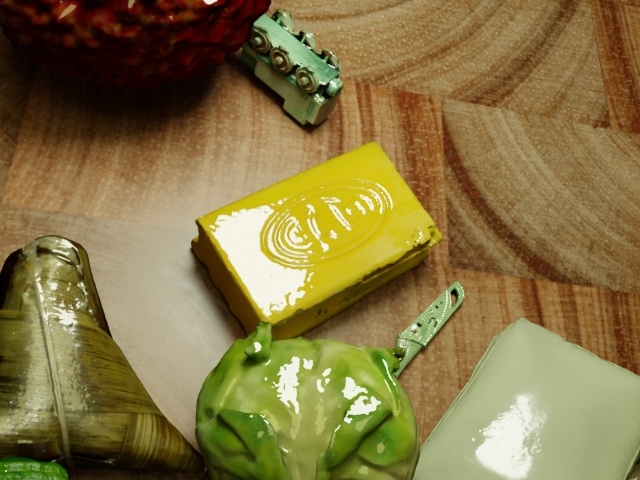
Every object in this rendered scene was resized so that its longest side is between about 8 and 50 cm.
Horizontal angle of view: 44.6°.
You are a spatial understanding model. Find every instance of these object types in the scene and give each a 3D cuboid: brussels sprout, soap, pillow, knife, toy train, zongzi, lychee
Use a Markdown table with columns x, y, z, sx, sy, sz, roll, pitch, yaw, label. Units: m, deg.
| x | y | z | sx | sy | sz | roll | pitch | yaw | label |
| --- | --- | --- | --- | --- | --- | --- | --- | --- | --- |
| -0.014 | 0.234 | 0.940 | 0.260 | 0.227 | 0.294 | -7 | 73 | -2 | brussels sprout |
| 0.001 | 0.000 | 1.133 | 0.325 | 0.096 | 0.204 | -27 | 73 | -26 | soap |
| 0.287 | 0.267 | 1.039 | 0.255 | 0.119 | 0.322 | 28 | 56 | 25 | pillow |
| 0.123 | 0.156 | 1.130 | 0.043 | 0.020 | 0.293 | 42 | 60 | 10 | knife |
| -0.051 | -0.277 | 1.249 | 0.194 | 0.125 | 0.081 | 41 | 53 | 11 | toy train |
| -0.263 | 0.150 | 0.957 | 0.289 | 0.134 | 0.285 | 10 | 74 | -13 | zongzi |
| -0.247 | -0.439 | 1.102 | 0.500 | 0.424 | 0.424 | -39 | 78 | -7 | lychee |

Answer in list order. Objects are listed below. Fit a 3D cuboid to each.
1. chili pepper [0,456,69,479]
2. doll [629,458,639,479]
| x | y | z | sx | sy | sz | roll | pitch | yaw | label |
| --- | --- | --- | --- | --- | --- | --- | --- | --- | --- |
| -0.347 | 0.261 | 0.782 | 0.257 | 0.100 | 0.074 | 19 | 28 | -46 | chili pepper |
| 0.463 | 0.345 | 1.100 | 0.161 | 0.059 | 0.160 | -20 | 70 | -24 | doll |
